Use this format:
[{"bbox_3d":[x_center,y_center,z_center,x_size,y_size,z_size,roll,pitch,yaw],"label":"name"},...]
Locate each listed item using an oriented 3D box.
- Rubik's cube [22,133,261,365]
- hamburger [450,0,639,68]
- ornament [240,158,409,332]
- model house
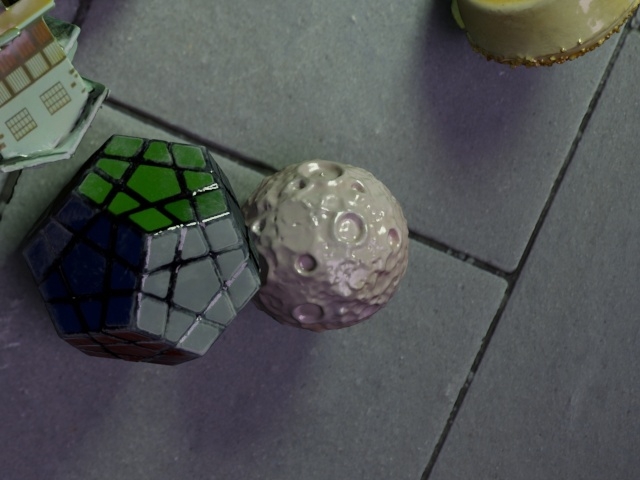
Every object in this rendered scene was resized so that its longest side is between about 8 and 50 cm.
[{"bbox_3d":[-0.228,0.016,1.678,0.264,0.319,0.318,-18,121,-61],"label":"Rubik's cube"},{"bbox_3d":[0.344,-0.386,1.946,0.302,0.302,0.170,-47,136,-13],"label":"hamburger"},{"bbox_3d":[0.000,0.000,1.860,0.259,0.259,0.225,-16,122,-32],"label":"ornament"},{"bbox_3d":[-0.386,-0.205,1.496,0.198,0.224,0.215,-43,127,-17],"label":"model house"}]
